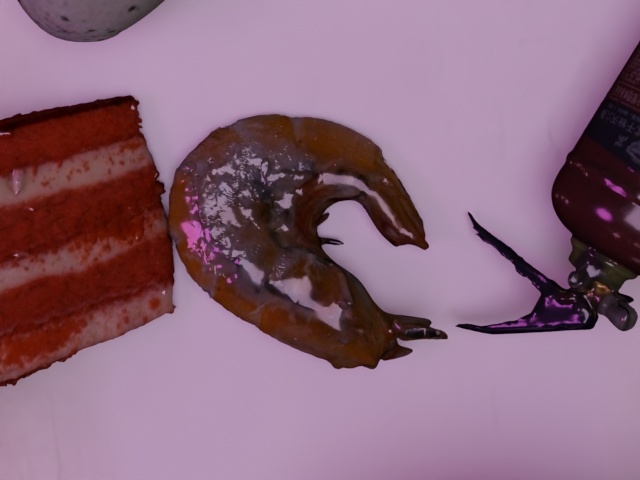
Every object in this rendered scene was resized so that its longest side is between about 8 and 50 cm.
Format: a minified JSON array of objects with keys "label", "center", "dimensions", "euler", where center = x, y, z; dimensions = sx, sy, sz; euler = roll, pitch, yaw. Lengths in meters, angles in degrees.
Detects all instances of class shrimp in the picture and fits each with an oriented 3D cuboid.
[{"label":"shrimp","center":[0.000,0.001,1.081],"dimensions":[0.187,0.051,0.132],"euler":[38,94,-6]}]

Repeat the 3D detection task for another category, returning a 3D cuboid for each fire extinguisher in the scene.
[{"label":"fire extinguisher","center":[0.199,-0.074,1.069],"dimensions":[0.138,0.102,0.344],"euler":[35,97,24]}]

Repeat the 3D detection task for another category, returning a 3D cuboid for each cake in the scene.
[{"label":"cake","center":[-0.231,0.018,1.069],"dimensions":[0.262,0.160,0.158],"euler":[-20,101,-36]}]

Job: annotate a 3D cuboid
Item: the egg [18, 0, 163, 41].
[{"label":"egg","center":[-0.117,-0.188,1.010],"dimensions":[0.131,0.131,0.164],"euler":[15,120,-6]}]
